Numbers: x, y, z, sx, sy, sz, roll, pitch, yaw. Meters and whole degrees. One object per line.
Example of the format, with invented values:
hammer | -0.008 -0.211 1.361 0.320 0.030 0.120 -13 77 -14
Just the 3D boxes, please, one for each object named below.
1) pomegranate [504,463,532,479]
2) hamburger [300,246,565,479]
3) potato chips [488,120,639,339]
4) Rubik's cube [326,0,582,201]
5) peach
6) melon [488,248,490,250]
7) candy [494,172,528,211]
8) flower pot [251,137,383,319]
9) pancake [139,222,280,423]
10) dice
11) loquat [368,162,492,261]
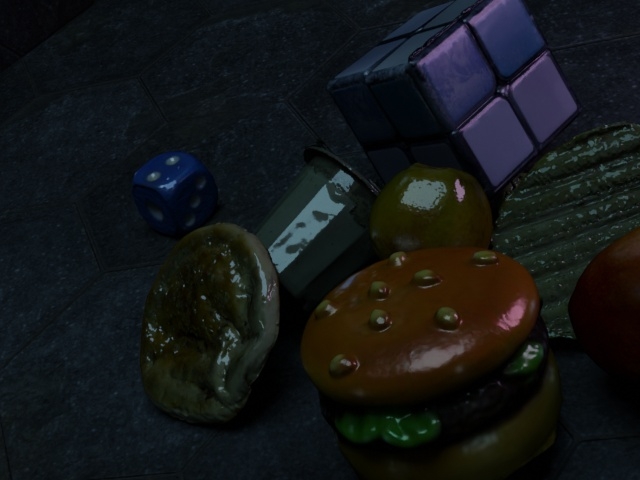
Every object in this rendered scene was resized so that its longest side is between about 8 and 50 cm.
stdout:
pomegranate | 0.268 0.347 1.525 0.084 0.073 0.073 -28 32 26
hamburger | 0.165 0.168 1.567 0.395 0.277 0.396 -18 24 8
potato chips | 0.478 -0.013 1.776 0.429 0.070 0.358 -22 64 -3
Rubik's cube | 0.258 -0.277 2.031 0.316 0.318 0.313 -40 18 -24
peach | 0.533 0.100 1.521 0.332 0.308 0.308 -4 40 29
melon | 0.328 0.023 1.871 0.162 0.099 0.099 -32 38 -12
candy | 0.494 -0.116 1.996 0.335 0.092 0.093 -16 31 -7
flower pot | 0.000 0.000 1.955 0.259 0.290 0.290 -47 43 -12
pancake | -0.209 0.144 1.862 0.387 0.082 0.387 -20 62 43
dice | -0.324 -0.107 2.303 0.143 0.146 0.146 20 53 39
loquat | 0.187 -0.007 1.771 0.213 0.246 0.213 8 3 0
